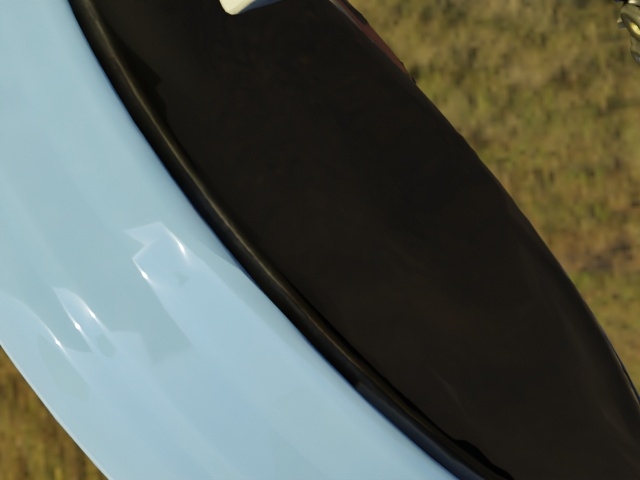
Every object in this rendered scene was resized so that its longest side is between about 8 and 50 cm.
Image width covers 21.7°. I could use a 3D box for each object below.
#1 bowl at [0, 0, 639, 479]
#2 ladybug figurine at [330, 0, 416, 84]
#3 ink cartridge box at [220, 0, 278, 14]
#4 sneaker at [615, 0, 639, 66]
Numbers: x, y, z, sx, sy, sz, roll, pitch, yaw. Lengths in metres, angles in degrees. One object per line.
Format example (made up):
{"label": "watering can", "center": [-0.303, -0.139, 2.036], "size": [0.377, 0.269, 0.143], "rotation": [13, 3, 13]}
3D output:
{"label": "bowl", "center": [0.000, 0.000, 0.673], "size": [0.077, 0.391, 0.391], "rotation": [-41, 156, 18]}
{"label": "ladybug figurine", "center": [-0.035, -0.132, 1.331], "size": [0.162, 0.305, 0.449], "rotation": [-42, -176, 7]}
{"label": "ink cartridge box", "center": [0.013, -0.173, 0.507], "size": [0.087, 0.153, 0.208], "rotation": [-25, -177, -26]}
{"label": "sneaker", "center": [0.200, -0.073, 0.705], "size": [0.237, 0.086, 0.085], "rotation": [35, -176, -47]}
